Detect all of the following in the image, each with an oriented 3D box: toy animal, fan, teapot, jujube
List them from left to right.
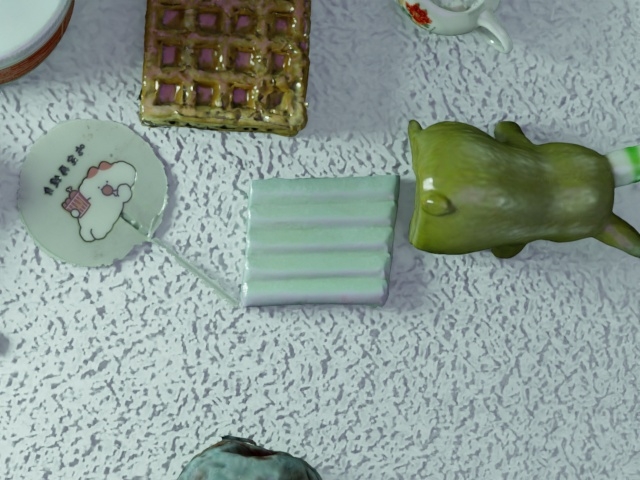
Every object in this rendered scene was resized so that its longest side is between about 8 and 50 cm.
[{"bbox_3d":[-0.233,-0.018,1.808,0.329,0.009,0.190,37,82,-5],"label":"fan"},{"bbox_3d":[-0.096,0.397,1.725,0.226,0.226,0.316,8,82,-10],"label":"jujube"},{"bbox_3d":[0.170,-0.329,1.847,0.145,0.092,0.226,-44,98,-6],"label":"teapot"},{"bbox_3d":[0.277,-0.060,1.828,0.363,0.180,0.181,1,96,-17],"label":"toy animal"}]

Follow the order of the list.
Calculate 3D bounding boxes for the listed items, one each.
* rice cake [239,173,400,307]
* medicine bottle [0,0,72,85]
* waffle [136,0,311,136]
[{"bbox_3d":[0.000,0.000,1.838,0.198,0.037,0.189,6,88,-11],"label":"rice cake"},{"bbox_3d":[-0.409,-0.311,1.664,0.253,0.241,0.252,0,89,-12],"label":"medicine bottle"},{"bbox_3d":[-0.117,-0.291,1.794,0.213,0.091,0.307,3,88,-10],"label":"waffle"}]
